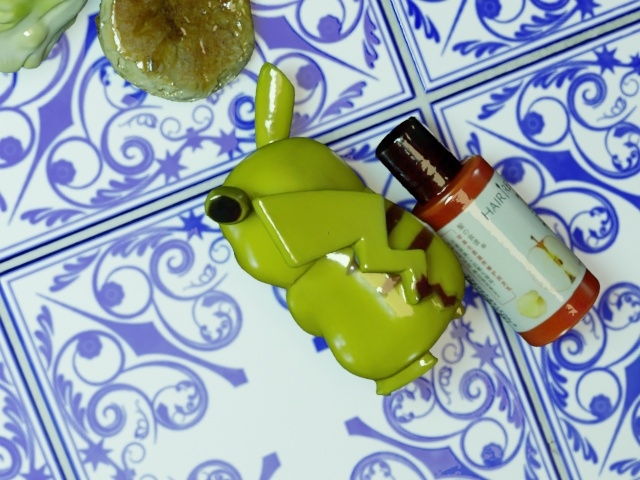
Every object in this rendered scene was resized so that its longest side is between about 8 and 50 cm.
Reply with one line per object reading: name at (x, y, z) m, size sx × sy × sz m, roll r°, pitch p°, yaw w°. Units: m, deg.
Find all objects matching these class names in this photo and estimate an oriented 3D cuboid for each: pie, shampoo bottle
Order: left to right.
pie at (-0.151, -0.238, 1.769) m, size 0.195 × 0.046 × 0.195 m, roll 2°, pitch 87°, yaw -32°
shampoo bottle at (0.170, -0.016, 1.837) m, size 0.278 × 0.104 × 0.104 m, roll 45°, pitch 81°, yaw -10°

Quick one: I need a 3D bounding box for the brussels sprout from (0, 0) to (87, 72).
brussels sprout at (-0.327, -0.330, 1.655) m, size 0.274 × 0.243 × 0.316 m, roll 20°, pitch 91°, yaw -45°

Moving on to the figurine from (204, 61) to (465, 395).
figurine at (0.006, 0.005, 1.756) m, size 0.327 × 0.169 × 0.218 m, roll 38°, pitch 41°, yaw -6°
